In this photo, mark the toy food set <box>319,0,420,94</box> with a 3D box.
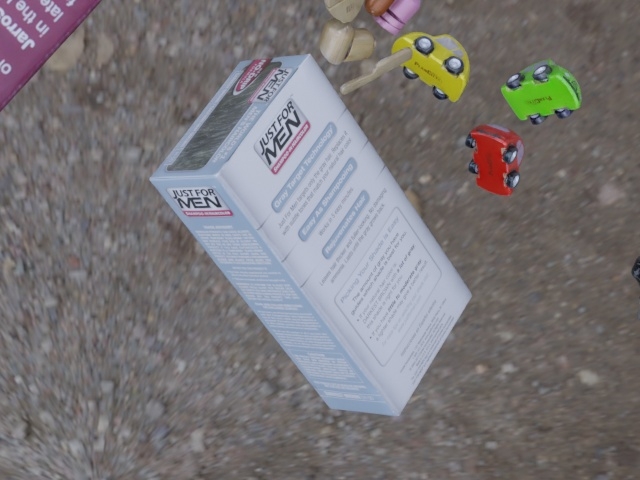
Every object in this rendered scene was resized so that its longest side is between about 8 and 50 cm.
[{"bbox_3d":[0.030,-0.146,0.930,0.078,0.122,0.019,-30,58,-21],"label":"toy food set"}]

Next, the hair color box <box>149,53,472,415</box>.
[{"bbox_3d":[0.000,0.000,1.686,0.374,0.113,0.185,54,55,-31],"label":"hair color box"}]

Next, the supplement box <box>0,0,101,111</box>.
[{"bbox_3d":[-0.102,-0.076,0.363,0.188,0.104,0.081,-50,117,-13],"label":"supplement box"}]

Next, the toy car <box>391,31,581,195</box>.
[{"bbox_3d":[0.216,-0.163,1.771,0.239,0.225,0.053,53,57,-21],"label":"toy car"}]

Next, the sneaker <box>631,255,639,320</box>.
[{"bbox_3d":[0.416,0.096,1.785,0.106,0.078,0.234,17,35,-24],"label":"sneaker"}]
